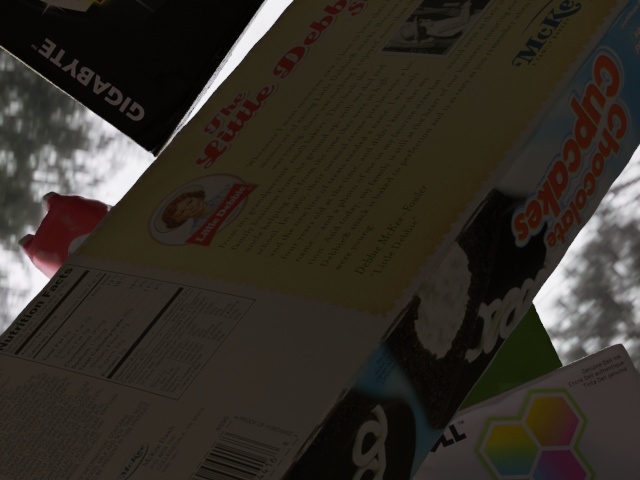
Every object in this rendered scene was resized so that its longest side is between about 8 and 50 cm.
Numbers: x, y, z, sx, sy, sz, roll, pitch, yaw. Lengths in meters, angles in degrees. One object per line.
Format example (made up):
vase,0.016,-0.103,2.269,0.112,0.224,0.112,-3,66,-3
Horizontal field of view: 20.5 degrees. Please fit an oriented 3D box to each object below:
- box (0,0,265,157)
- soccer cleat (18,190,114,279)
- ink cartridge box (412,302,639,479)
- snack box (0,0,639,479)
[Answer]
box,-0.183,-0.262,1.387,0.322,0.079,0.257,36,-73,-2
soccer cleat,-0.135,0.014,1.331,0.095,0.248,0.083,32,-84,17
ink cartridge box,0.110,0.113,1.187,0.189,0.097,0.255,-21,-102,-21
snack box,0.000,0.000,0.719,0.322,0.187,0.060,-52,-50,-27
